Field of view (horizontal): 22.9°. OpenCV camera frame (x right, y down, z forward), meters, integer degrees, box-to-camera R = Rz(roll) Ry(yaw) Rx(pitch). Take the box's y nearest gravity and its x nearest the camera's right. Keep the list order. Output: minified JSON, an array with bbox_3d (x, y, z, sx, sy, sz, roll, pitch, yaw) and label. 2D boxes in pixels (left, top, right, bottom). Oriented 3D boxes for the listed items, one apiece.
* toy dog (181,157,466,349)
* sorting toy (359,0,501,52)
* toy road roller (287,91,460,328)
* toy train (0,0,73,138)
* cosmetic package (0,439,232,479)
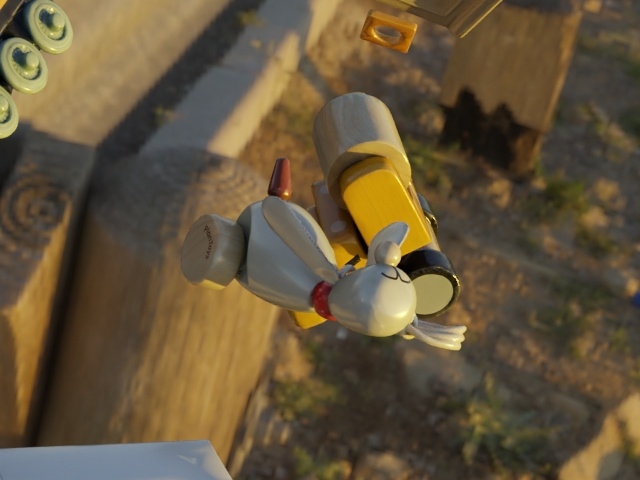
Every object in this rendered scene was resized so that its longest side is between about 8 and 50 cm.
[{"bbox_3d":[0.000,0.000,1.675,0.333,0.161,0.220,13,1,37],"label":"toy dog"},{"bbox_3d":[0.115,-0.321,1.828,0.196,0.347,0.047,23,67,-13],"label":"sorting toy"},{"bbox_3d":[0.034,-0.017,2.207,0.240,0.329,0.202,-22,36,5],"label":"toy road roller"},{"bbox_3d":[-0.444,-0.239,1.983,0.190,0.142,0.334,47,41,-24],"label":"toy train"},{"bbox_3d":[-0.261,0.382,1.571,0.284,0.377,0.097,2,26,-24],"label":"cosmetic package"}]
